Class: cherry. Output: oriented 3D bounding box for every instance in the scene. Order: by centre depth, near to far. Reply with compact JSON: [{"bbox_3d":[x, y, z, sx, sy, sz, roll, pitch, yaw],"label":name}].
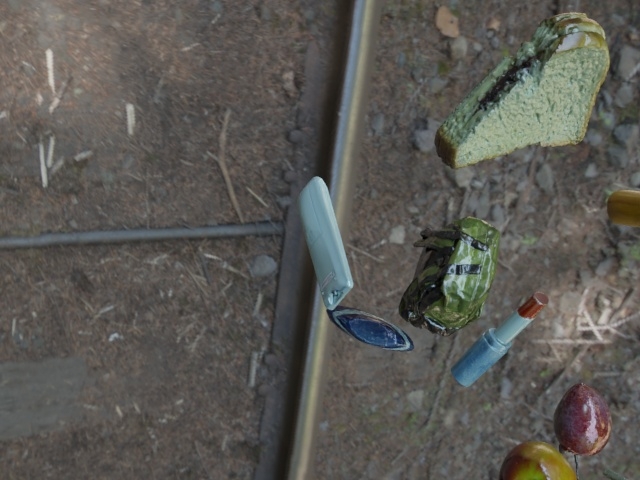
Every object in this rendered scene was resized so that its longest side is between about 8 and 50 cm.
[{"bbox_3d":[0.433,0.346,1.160,0.090,0.107,0.225,2,100,-7],"label":"cherry"}]

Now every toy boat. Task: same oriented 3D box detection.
[{"bbox_3d":[0.144,0.225,1.696,0.292,0.210,0.070,29,85,-59],"label":"toy boat"}]

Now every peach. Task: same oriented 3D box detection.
[{"bbox_3d":[0.511,0.564,1.621,0.198,0.197,0.197,-11,114,-25],"label":"peach"}]

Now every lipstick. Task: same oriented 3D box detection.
[{"bbox_3d":[0.393,0.213,1.512,0.068,0.061,0.274,14,125,-38],"label":"lipstick"}]

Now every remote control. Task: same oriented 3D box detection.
[{"bbox_3d":[0.001,0.000,1.480,0.051,0.293,0.103,3,142,-29],"label":"remote control"}]

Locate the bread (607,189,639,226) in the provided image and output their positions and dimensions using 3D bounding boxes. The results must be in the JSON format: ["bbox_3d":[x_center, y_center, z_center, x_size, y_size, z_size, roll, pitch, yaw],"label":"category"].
[{"bbox_3d":[0.826,-0.075,1.715,0.074,0.239,0.092,3,96,-33],"label":"bread"}]

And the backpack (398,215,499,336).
[{"bbox_3d":[0.233,0.059,1.242,0.140,0.253,0.206,17,71,-1],"label":"backpack"}]

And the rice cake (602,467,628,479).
[{"bbox_3d":[0.647,0.520,1.508,0.022,0.121,0.022,35,86,7],"label":"rice cake"}]

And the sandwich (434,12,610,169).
[{"bbox_3d":[0.353,-0.261,1.222,0.289,0.099,0.254,-13,140,-7],"label":"sandwich"}]
